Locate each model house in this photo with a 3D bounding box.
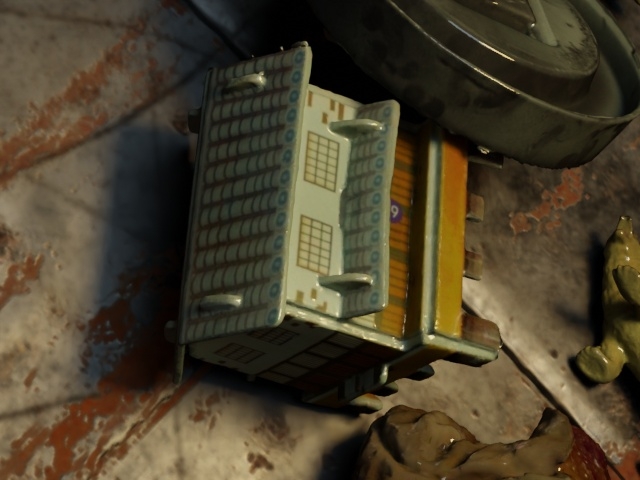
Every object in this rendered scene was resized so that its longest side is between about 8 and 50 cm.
[{"bbox_3d":[0.000,0.000,1.376,0.215,0.198,0.224,19,63,-28],"label":"model house"}]

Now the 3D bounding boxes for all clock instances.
[{"bbox_3d":[0.116,-0.178,1.444,0.312,0.061,0.313,26,31,-17],"label":"clock"}]

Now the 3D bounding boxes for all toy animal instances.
[{"bbox_3d":[0.286,0.091,1.574,0.219,0.103,0.101,56,36,4],"label":"toy animal"}]

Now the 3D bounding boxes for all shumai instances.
[{"bbox_3d":[0.119,0.222,1.353,0.184,0.185,0.218,27,59,-25],"label":"shumai"}]

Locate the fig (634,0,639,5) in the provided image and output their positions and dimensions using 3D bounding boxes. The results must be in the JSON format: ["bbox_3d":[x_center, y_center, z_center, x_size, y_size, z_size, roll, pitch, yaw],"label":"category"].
[{"bbox_3d":[0.261,-0.278,1.697,0.109,0.103,0.155,-26,93,-3],"label":"fig"}]

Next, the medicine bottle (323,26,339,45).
[{"bbox_3d":[0.101,-0.170,1.570,0.183,0.086,0.086,25,60,-18],"label":"medicine bottle"}]
